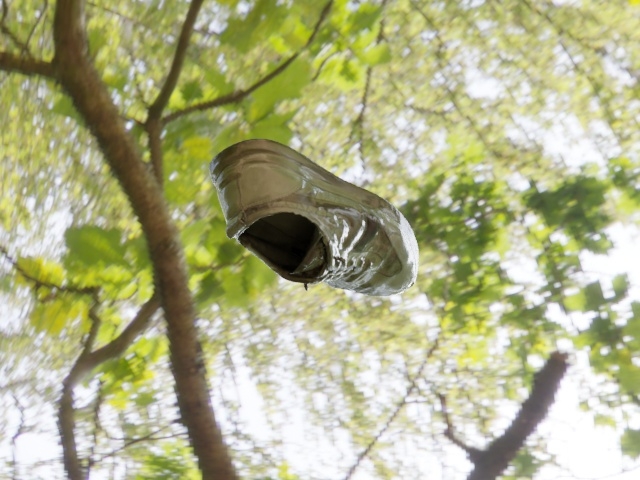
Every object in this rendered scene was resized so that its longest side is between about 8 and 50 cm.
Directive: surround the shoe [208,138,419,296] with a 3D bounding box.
[{"bbox_3d":[0.000,0.000,1.298,0.275,0.103,0.098,27,-136,-34],"label":"shoe"}]
